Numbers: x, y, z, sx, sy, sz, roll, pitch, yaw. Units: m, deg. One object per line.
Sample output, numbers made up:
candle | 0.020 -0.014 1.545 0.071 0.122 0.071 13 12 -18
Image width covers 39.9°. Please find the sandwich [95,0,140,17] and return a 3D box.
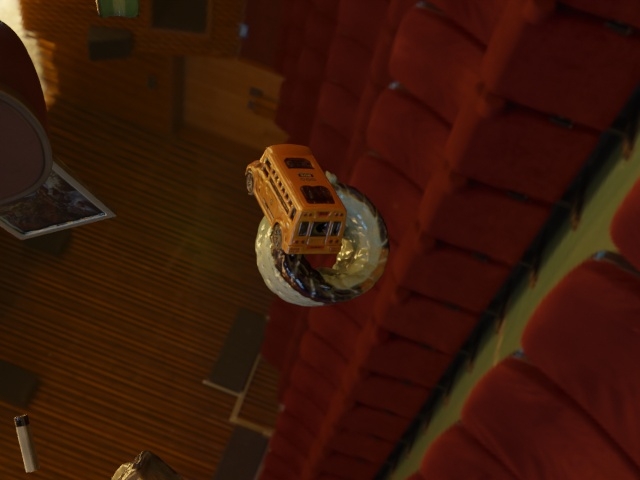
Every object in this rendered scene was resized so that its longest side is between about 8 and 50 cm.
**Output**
sandwich | -0.322 -0.420 1.388 0.074 0.074 0.117 144 118 -71

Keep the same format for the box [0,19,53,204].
box | -0.581 -0.209 1.395 0.301 0.300 0.216 108 151 -49

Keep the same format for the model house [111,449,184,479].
model house | -0.282 0.545 1.634 0.243 0.284 0.298 -47 -45 3

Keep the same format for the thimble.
thimble | 0.000 0.000 1.596 0.150 0.237 0.237 -14 51 62

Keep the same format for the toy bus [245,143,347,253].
toy bus | -0.033 -0.063 1.152 0.194 0.083 0.088 -120 36 -47

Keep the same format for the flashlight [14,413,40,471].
flashlight | -0.433 0.299 1.300 0.018 0.018 0.083 -27 -76 -81

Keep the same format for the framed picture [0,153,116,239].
framed picture | -0.591 -0.094 1.780 0.324 0.240 0.020 57 -158 -63
